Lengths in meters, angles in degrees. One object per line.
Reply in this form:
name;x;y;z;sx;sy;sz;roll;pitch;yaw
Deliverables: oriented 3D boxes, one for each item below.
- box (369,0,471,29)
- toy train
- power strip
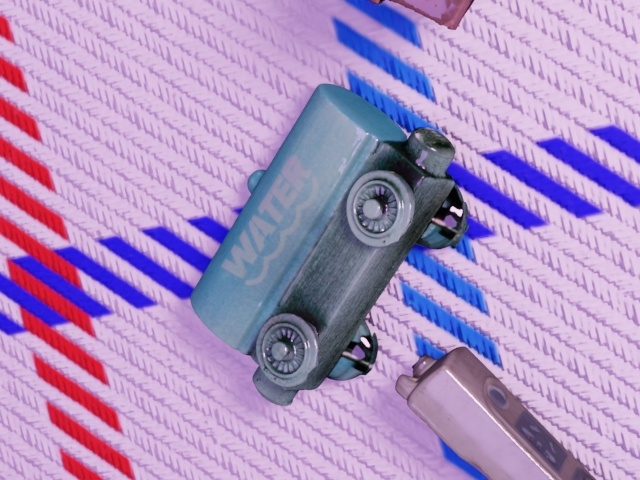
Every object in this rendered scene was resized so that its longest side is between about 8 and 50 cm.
box;0.107;-0.261;1.195;0.086;0.215;0.215;27;109;1
toy train;0.000;0.000;1.361;0.159;0.101;0.248;43;112;24
power strip;0.174;0.188;1.336;0.286;0.080;0.048;46;111;5
